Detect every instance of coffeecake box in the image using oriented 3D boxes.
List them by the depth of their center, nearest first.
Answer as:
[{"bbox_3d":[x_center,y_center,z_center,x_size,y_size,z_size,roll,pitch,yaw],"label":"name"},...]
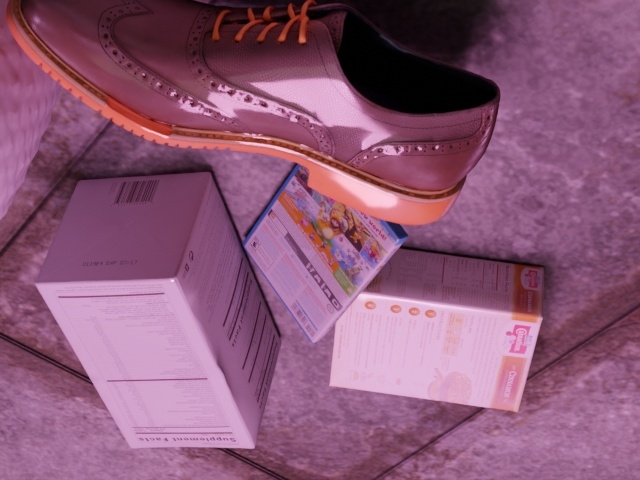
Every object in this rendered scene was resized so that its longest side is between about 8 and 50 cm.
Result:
[{"bbox_3d":[0.107,0.083,1.283,0.186,0.068,0.142,8,136,3],"label":"coffeecake box"}]

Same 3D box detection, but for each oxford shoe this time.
[{"bbox_3d":[-0.043,-0.137,0.992,0.364,0.130,0.132,18,138,-11],"label":"oxford shoe"}]

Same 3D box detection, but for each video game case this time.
[{"bbox_3d":[0.000,0.000,1.203,0.119,0.015,0.166,54,136,17],"label":"video game case"}]

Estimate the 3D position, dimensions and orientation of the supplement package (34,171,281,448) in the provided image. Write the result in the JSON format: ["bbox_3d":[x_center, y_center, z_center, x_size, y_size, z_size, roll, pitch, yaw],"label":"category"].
[{"bbox_3d":[-0.142,0.071,1.270,0.139,0.133,0.244,-2,136,17],"label":"supplement package"}]

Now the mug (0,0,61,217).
[{"bbox_3d":[-0.343,-0.118,0.971,0.276,0.328,0.374,14,137,-4],"label":"mug"}]
